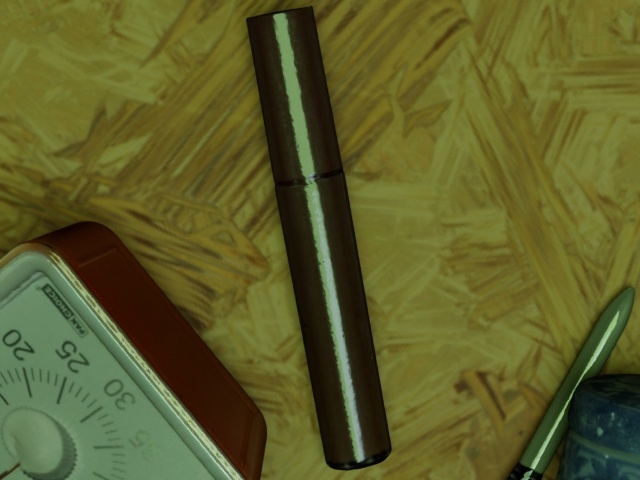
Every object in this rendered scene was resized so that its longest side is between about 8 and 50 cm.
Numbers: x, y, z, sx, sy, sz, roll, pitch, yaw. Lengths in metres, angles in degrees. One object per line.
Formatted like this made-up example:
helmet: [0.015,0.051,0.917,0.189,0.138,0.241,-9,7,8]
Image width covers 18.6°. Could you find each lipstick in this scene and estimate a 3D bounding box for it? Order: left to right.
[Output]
lipstick: [0.000,0.000,1.502,0.057,0.057,0.356,-9,97,0]

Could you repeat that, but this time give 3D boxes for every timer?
timer: [-0.202,0.147,1.471,0.250,0.161,0.257,-38,96,13]

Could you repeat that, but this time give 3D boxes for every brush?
brush: [0.174,0.169,1.534,0.039,0.042,0.299,28,94,-31]

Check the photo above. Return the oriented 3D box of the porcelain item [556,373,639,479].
porcelain item: [0.255,0.164,1.476,0.147,0.147,0.114,8,100,-1]
